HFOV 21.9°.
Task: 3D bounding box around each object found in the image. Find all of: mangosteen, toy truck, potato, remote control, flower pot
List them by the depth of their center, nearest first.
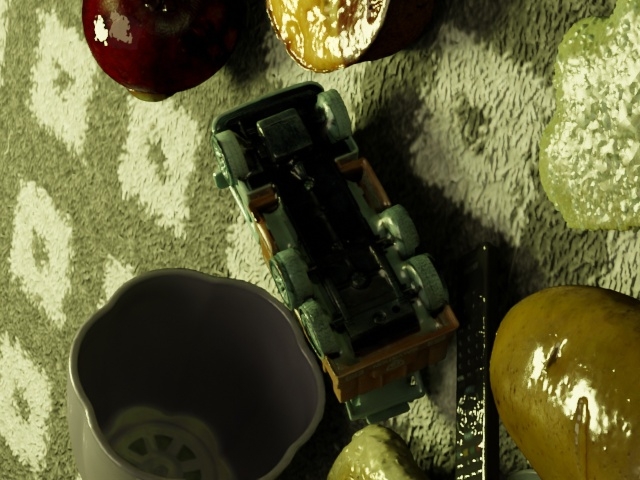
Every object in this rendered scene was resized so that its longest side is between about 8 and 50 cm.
[{"bbox_3d":[0.253,0.154,1.269,0.369,0.176,0.195,45,170,51],"label":"potato"},{"bbox_3d":[0.138,0.123,1.445,0.063,0.025,0.245,136,139,-65],"label":"remote control"},{"bbox_3d":[0.000,0.000,1.576,0.184,0.133,0.338,87,158,-60],"label":"toy truck"},{"bbox_3d":[-0.166,-0.235,1.760,0.200,0.200,0.200,14,108,52],"label":"mangosteen"},{"bbox_3d":[-0.146,0.198,1.760,0.265,0.265,0.243,63,154,25],"label":"flower pot"}]

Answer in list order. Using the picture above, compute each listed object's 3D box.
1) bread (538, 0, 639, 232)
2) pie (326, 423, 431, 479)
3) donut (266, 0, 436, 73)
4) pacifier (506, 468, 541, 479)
[{"bbox_3d":[0.265,-0.105,1.274,0.286,0.056,0.207,-5,94,53],"label":"bread"},{"bbox_3d":[0.078,0.343,1.549,0.339,0.077,0.339,163,90,-71],"label":"pie"},{"bbox_3d":[0.037,-0.230,1.537,0.217,0.085,0.141,-3,94,55],"label":"donut"},{"bbox_3d":[0.182,0.272,1.410,0.127,0.116,0.150,43,131,7],"label":"pacifier"}]
